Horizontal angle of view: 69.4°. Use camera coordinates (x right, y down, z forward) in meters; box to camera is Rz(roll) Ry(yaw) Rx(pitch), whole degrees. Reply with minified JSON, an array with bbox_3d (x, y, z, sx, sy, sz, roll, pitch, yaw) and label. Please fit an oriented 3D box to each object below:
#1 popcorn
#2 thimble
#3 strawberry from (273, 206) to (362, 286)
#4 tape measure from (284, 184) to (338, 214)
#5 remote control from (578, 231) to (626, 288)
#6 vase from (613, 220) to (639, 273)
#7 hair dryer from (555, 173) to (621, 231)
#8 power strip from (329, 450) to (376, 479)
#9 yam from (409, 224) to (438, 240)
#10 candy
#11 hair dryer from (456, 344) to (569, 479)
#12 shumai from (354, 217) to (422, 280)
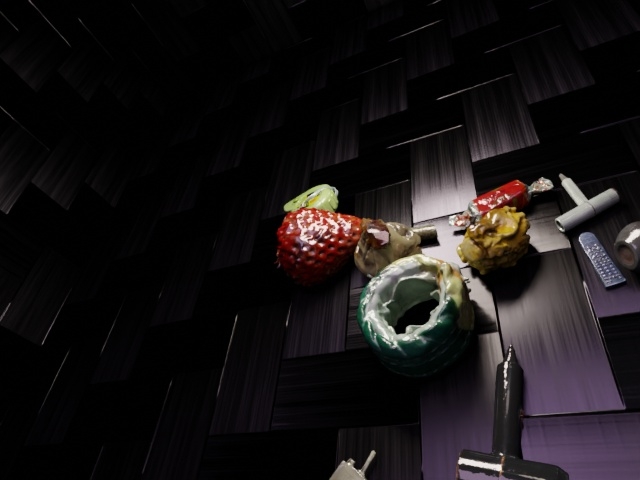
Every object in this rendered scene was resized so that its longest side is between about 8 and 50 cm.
[{"bbox_3d":[0.436,0.007,1.167,0.194,0.164,0.140,-22,53,-34],"label":"popcorn"},{"bbox_3d":[0.235,0.177,1.117,0.288,0.167,0.254,-42,42,-5],"label":"thimble"},{"bbox_3d":[-0.010,0.015,1.402,0.279,0.150,0.254,12,78,18],"label":"strawberry"},{"bbox_3d":[-0.022,-0.110,1.598,0.199,0.106,0.175,-29,30,7],"label":"tape measure"},{"bbox_3d":[0.648,0.043,1.073,0.043,0.027,0.153,-17,46,12],"label":"remote control"},{"bbox_3d":[0.738,0.003,0.994,0.182,0.120,0.120,-19,42,-2],"label":"vase"},{"bbox_3d":[0.651,-0.114,1.211,0.154,0.044,0.183,-30,37,5],"label":"hair dryer"},{"bbox_3d":[0.063,0.530,1.002,0.075,0.042,0.175,25,67,44],"label":"power strip"},{"bbox_3d":[0.298,-0.022,1.351,0.094,0.043,0.043,-10,48,26],"label":"yam"},{"bbox_3d":[0.495,-0.103,1.282,0.292,0.059,0.086,-26,41,10],"label":"candy"},{"bbox_3d":[0.389,0.358,0.912,0.188,0.107,0.352,-2,46,29],"label":"hair dryer"},{"bbox_3d":[0.184,0.017,1.299,0.201,0.120,0.202,-6,66,14],"label":"shumai"}]
